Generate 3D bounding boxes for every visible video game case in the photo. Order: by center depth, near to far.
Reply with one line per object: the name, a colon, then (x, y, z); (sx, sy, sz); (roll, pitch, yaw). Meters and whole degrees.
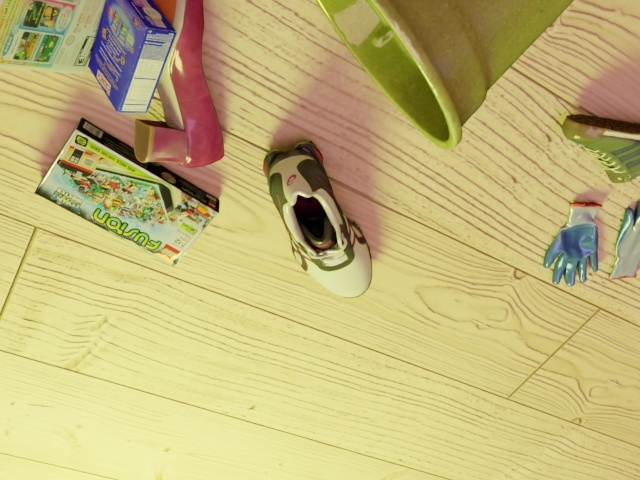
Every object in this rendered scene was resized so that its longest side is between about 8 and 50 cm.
video game case: (-0.273, -0.245, 0.636); (0.019, 0.143, 0.157); (44, 116, 14)

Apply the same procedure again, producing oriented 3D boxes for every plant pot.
plant pot: (0.143, -0.276, 0.605); (0.254, 0.276, 0.276); (-39, 121, 4)

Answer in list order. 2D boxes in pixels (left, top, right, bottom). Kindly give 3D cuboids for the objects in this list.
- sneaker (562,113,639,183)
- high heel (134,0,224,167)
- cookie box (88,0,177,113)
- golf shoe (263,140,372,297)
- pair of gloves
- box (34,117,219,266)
sneaker: (0.413, -0.117, 0.845); (0.192, 0.064, 0.086); (3, 119, -13)
high heel: (-0.145, -0.201, 0.727); (0.117, 0.082, 0.244); (-8, 116, -44)
cookie box: (-0.209, -0.209, 0.676); (0.040, 0.091, 0.107); (-8, 141, -45)
golf shoe: (0.000, 0.000, 0.843); (0.105, 0.120, 0.272); (-25, 125, 8)
pair of gloves: (0.452, 0.004, 0.962); (0.198, 0.023, 0.159); (-2, 125, -5)
box: (-0.251, -0.058, 0.818); (0.207, 0.036, 0.114); (31, 116, -25)
